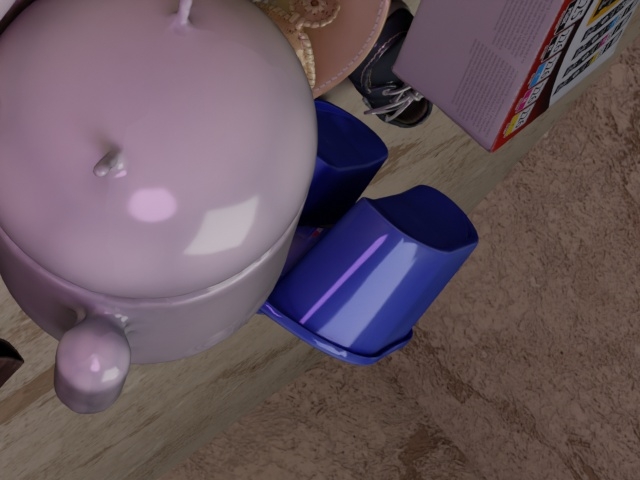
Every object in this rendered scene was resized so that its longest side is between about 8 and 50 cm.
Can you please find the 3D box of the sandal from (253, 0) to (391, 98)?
[{"bbox_3d":[-0.042,-0.129,1.403,0.240,0.088,0.079,-41,179,28],"label":"sandal"}]

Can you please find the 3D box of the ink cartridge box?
[{"bbox_3d":[0.229,-0.272,1.640,0.272,0.130,0.309,-39,162,-34],"label":"ink cartridge box"}]

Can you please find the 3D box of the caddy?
[{"bbox_3d":[0.000,0.000,1.756,0.179,0.241,0.341,-51,170,14],"label":"caddy"}]

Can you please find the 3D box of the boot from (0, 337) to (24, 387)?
[{"bbox_3d":[-0.330,0.171,1.583,0.207,0.090,0.248,-40,168,-5],"label":"boot"}]

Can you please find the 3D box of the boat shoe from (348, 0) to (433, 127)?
[{"bbox_3d":[0.071,-0.160,1.804,0.095,0.079,0.254,-38,171,-4],"label":"boat shoe"}]

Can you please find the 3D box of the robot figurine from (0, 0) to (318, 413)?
[{"bbox_3d":[-0.108,-0.042,1.140,0.353,0.200,0.300,111,-10,-73],"label":"robot figurine"}]

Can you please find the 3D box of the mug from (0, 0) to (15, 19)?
[{"bbox_3d":[-0.159,-0.142,0.885,0.064,0.062,0.078,-47,-179,-23],"label":"mug"}]
